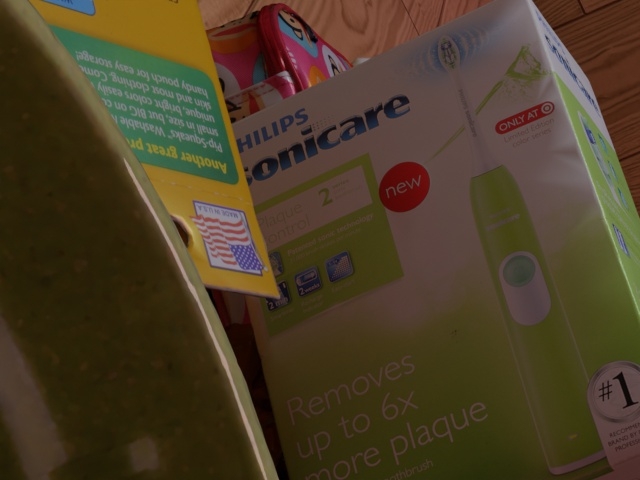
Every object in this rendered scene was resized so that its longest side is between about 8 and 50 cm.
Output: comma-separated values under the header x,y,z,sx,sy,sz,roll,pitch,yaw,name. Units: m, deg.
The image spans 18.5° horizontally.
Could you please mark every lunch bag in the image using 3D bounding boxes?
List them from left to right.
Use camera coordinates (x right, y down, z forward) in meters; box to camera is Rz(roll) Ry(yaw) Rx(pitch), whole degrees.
x,y,z,sx,sy,sz,roll,pitch,yaw,name
0.000,0.000,1.381,0.258,0.120,0.293,33,38,-70,lunch bag

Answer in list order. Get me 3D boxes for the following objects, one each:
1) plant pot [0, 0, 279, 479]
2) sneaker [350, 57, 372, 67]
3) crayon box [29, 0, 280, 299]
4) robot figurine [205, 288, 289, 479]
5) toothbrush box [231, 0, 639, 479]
x,y,z,sx,sy,sz,roll,pitch,yaw,name
-0.171,0.083,0.425,0.276,0.254,0.276,57,19,-33,plant pot
0.047,-0.078,1.669,0.292,0.108,0.169,33,34,-80,sneaker
-0.152,-0.109,0.969,0.203,0.083,0.323,12,53,-48,crayon box
-0.071,0.099,1.044,0.211,0.085,0.291,58,18,-27,robot figurine
0.077,0.038,1.081,0.122,0.206,0.283,43,29,-55,toothbrush box
